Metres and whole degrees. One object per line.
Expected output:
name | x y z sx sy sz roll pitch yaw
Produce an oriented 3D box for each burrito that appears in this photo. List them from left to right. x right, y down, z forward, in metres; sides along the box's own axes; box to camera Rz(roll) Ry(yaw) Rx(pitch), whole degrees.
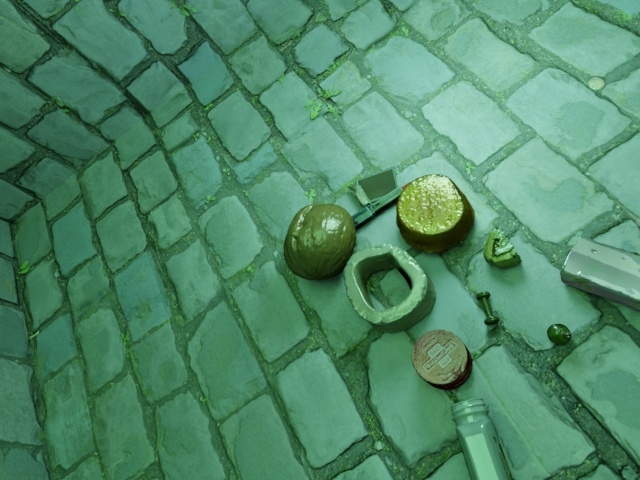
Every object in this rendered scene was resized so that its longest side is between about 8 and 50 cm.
burrito | 0.170 -0.197 2.166 0.055 0.041 0.149 -44 55 18

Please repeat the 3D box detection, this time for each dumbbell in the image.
dumbbell | 0.586 0.238 1.765 0.052 0.046 0.117 -22 59 21

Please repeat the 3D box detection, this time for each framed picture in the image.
framed picture | 0.246 -0.235 2.179 0.183 0.011 0.141 -18 60 18

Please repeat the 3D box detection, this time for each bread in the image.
bread | 0.429 -0.109 1.932 0.313 0.172 0.311 -9 64 19
bread | 0.640 0.033 1.814 0.110 0.103 0.156 -36 50 20

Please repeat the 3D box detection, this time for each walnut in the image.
walnut | 0.000 0.000 2.027 0.333 0.333 0.332 -11 62 21

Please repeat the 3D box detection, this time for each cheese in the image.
cheese | 0.253 0.170 1.897 0.292 0.153 0.332 -37 58 6

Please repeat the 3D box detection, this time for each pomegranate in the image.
pomegranate | 0.771 0.300 1.621 0.073 0.084 0.073 -5 66 12

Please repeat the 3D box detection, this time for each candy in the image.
candy | 0.932 0.104 1.618 0.265 0.116 0.155 23 79 32

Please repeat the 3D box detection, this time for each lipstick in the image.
lipstick | 0.257 -0.149 2.106 0.312 0.051 0.051 -33 65 8

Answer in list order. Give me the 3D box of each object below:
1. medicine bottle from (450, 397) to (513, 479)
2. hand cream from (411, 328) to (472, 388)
medicine bottle | 0.497 0.654 1.527 0.124 0.179 0.324 -24 57 15
hand cream | 0.417 0.409 1.718 0.193 0.125 0.192 -11 63 22
